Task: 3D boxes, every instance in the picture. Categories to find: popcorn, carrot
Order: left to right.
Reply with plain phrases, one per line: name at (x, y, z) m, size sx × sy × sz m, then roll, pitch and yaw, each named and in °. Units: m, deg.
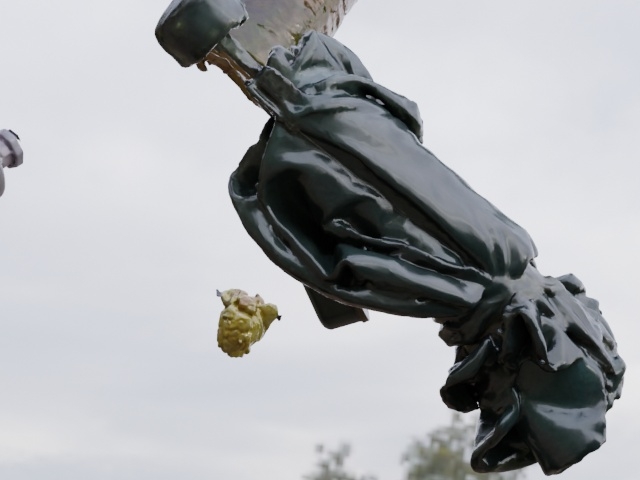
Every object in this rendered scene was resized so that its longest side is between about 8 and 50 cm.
popcorn at (-0.096, 0.087, 1.701) m, size 0.084 × 0.084 × 0.084 m, roll 8°, pitch -19°, yaw 3°
carrot at (-0.011, -0.231, 1.275) m, size 0.114 × 0.302 × 0.114 m, roll 21°, pitch -35°, yaw 15°

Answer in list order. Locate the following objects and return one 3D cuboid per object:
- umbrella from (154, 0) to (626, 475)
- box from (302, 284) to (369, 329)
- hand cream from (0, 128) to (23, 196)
umbrella at (0.039, -0.011, 0.854) m, size 0.349 × 0.143 × 0.094 m, roll 42°, pitch -56°, yaw -12°
box at (0.000, 0.000, 0.975) m, size 0.031 × 0.126 × 0.091 m, roll -22°, pitch -68°, yaw 6°
hand cream at (-0.266, -0.035, 1.018) m, size 0.053 × 0.142 × 0.084 m, roll 34°, pitch -40°, yaw 27°
